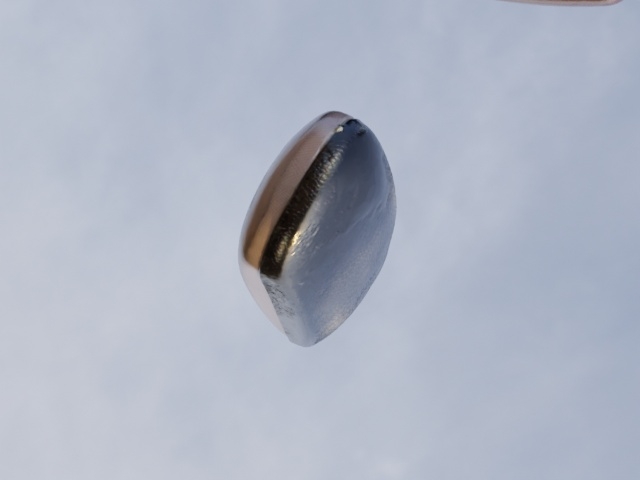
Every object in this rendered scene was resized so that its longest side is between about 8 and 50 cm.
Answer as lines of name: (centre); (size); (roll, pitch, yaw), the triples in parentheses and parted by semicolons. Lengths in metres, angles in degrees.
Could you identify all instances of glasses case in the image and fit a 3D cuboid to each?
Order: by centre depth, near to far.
glasses case: (0.000, 0.000, 1.095); (0.075, 0.122, 0.314); (32, -9, 11)

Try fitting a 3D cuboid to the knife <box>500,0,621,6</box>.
knife: (0.107, -0.210, 1.175); (0.278, 0.123, 0.053); (20, -82, 25)
